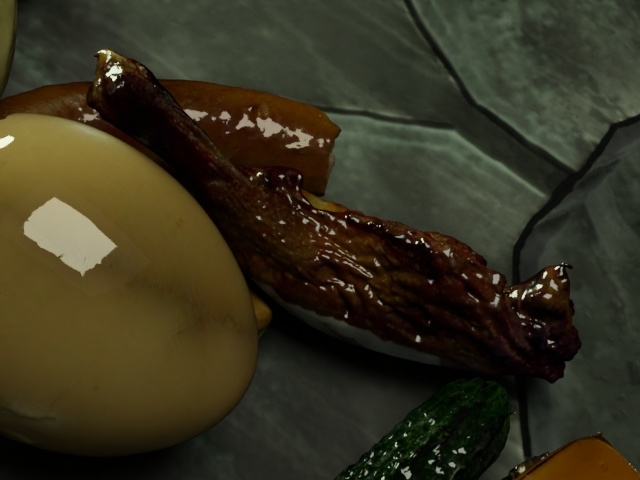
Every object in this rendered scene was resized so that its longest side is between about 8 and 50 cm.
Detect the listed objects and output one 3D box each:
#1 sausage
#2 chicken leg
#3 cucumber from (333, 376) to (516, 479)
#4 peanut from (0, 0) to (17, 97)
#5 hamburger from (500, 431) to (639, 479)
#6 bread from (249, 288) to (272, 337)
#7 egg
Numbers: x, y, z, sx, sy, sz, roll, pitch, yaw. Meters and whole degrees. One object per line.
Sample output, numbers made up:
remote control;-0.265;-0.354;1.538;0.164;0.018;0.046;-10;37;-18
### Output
sausage;-0.134;-0.067;1.408;0.302;0.076;0.103;-3;56;-23
chicken leg;0.000;0.000;1.353;0.407;0.158;0.096;31;64;-20
cucumber;0.049;0.166;1.307;0.077;0.077;0.265;45;54;14
peanut;-0.295;-0.114;1.293;0.159;0.143;0.291;34;79;14
hamburger;0.158;0.213;1.306;0.166;0.087;0.137;-26;68;-32
bread;-0.086;0.038;1.364;0.103;0.049;0.062;39;18;11
egg;-0.153;0.035;1.246;0.244;0.201;0.201;29;51;-1
